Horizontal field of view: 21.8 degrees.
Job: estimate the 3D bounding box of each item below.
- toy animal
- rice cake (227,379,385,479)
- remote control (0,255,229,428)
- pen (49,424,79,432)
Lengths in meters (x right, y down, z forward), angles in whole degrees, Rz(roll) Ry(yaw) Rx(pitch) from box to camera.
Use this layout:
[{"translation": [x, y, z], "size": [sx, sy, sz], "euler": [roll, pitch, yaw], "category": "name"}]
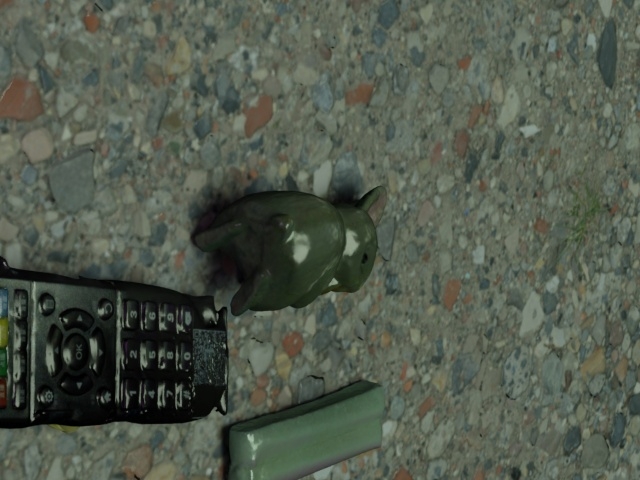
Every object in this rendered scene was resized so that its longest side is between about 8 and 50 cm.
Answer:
[{"translation": [0.003, 0.001, 1.673], "size": [0.251, 0.127, 0.125], "euler": [-14, 105, -49], "category": "toy animal"}, {"translation": [-0.012, 0.211, 1.760], "size": [0.222, 0.042, 0.080], "euler": [-14, 107, -46], "category": "rice cake"}, {"translation": [-0.214, 0.093, 1.455], "size": [0.399, 0.062, 0.144], "euler": [10, 77, -57], "category": "remote control"}, {"translation": [-0.271, 0.086, 1.459], "size": [0.040, 0.032, 0.233], "euler": [-39, 124, -19], "category": "pen"}]
